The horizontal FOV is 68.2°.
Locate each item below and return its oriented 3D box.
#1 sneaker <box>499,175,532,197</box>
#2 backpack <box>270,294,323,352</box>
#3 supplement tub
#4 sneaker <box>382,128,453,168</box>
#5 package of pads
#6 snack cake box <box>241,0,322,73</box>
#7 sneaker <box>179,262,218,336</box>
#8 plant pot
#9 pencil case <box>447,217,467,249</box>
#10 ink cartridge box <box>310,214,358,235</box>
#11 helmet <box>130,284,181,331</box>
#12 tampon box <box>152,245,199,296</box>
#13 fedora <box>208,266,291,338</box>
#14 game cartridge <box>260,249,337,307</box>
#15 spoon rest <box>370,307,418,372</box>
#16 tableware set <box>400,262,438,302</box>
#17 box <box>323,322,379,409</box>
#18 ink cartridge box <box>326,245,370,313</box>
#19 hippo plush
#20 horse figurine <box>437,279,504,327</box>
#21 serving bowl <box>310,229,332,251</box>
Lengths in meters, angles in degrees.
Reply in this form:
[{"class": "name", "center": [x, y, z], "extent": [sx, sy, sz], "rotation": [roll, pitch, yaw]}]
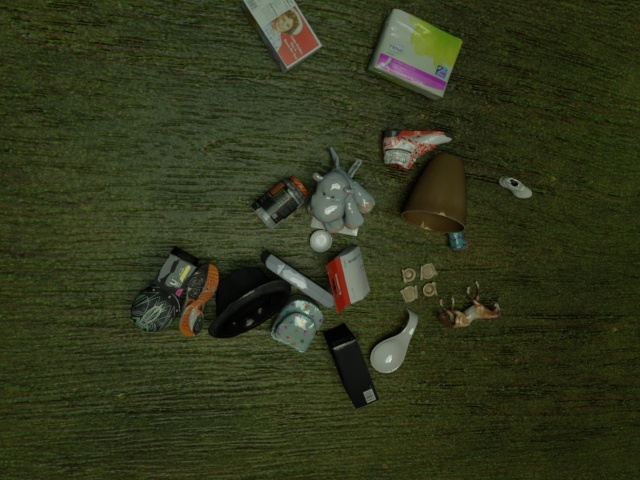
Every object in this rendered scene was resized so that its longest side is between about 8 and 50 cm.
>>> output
[{"class": "sneaker", "center": [0.792, -0.210, 1.898], "extent": [0.152, 0.061, 0.053], "rotation": [25, 91, -15]}, {"class": "backpack", "center": [-0.081, 0.304, 1.759], "extent": [0.166, 0.144, 0.188], "rotation": [30, 88, -8]}, {"class": "supplement tub", "center": [-0.142, -0.140, 1.697], "extent": [0.190, 0.117, 0.117], "rotation": [-40, 103, -3]}, {"class": "sneaker", "center": [0.365, -0.341, 1.784], "extent": [0.270, 0.090, 0.144], "rotation": [0, 99, -8]}, {"class": "package of pads", "center": [0.346, -0.679, 1.725], "extent": [0.297, 0.101, 0.229], "rotation": [18, 94, -13]}, {"class": "snack cake box", "center": [-0.134, -0.737, 1.631], "extent": [0.152, 0.089, 0.264], "rotation": [-36, 103, -6]}, {"class": "sneaker", "center": [-0.443, 0.199, 1.683], "extent": [0.099, 0.121, 0.262], "rotation": [21, 90, -23]}, {"class": "plant pot", "center": [0.446, -0.184, 1.769], "extent": [0.237, 0.237, 0.254], "rotation": [18, 79, -13]}, {"class": "pencil case", "center": [0.536, -0.043, 1.869], "extent": [0.070, 0.064, 0.151], "rotation": [-9, 100, 7]}, {"class": "ink cartridge box", "center": [0.065, -0.102, 1.792], "extent": [0.179, 0.045, 0.145], "rotation": [11, 96, 6]}, {"class": "helmet", "center": [-0.572, 0.236, 1.641], "extent": [0.170, 0.161, 0.169], "rotation": [-2, 98, -11]}, {"class": "tampon box", "center": [-0.496, 0.105, 1.639], "extent": [0.101, 0.161, 0.120], "rotation": [30, 92, -13]}, {"class": "fedora", "center": [-0.271, 0.203, 1.680], "extent": [0.334, 0.334, 0.152], "rotation": [-30, 67, -6]}, {"class": "game cartridge", "center": [-0.081, 0.139, 1.706], "extent": [0.294, 0.196, 0.060], "rotation": [35, 83, -13]}, {"class": "spoon rest", "center": [0.300, 0.402, 1.875], "extent": [0.137, 0.084, 0.276], "rotation": [31, 90, -13]}, {"class": "tableware set", "center": [0.395, 0.169, 1.893], "extent": [0.169, 0.020, 0.141], "rotation": [-12, 100, -9]}, {"class": "box", "center": [0.113, 0.473, 1.797], "extent": [0.103, 0.184, 0.261], "rotation": [-21, 101, -5]}, {"class": "ink cartridge box", "center": [0.107, 0.139, 1.734], "extent": [0.066, 0.232, 0.189], "rotation": [-10, 101, 21]}, {"class": "hippo plush", "center": [0.078, -0.154, 1.644], "extent": [0.234, 0.236, 0.294], "rotation": [23, 97, 2]}, {"class": "horse figurine", "center": [0.594, 0.284, 1.926], "extent": [0.263, 0.066, 0.174], "rotation": [-26, 96, -9]}, {"class": "serving bowl", "center": [0.000, 0.000, 1.789], "extent": [0.083, 0.027, 0.083], "rotation": [-2, 99, -10]}]
